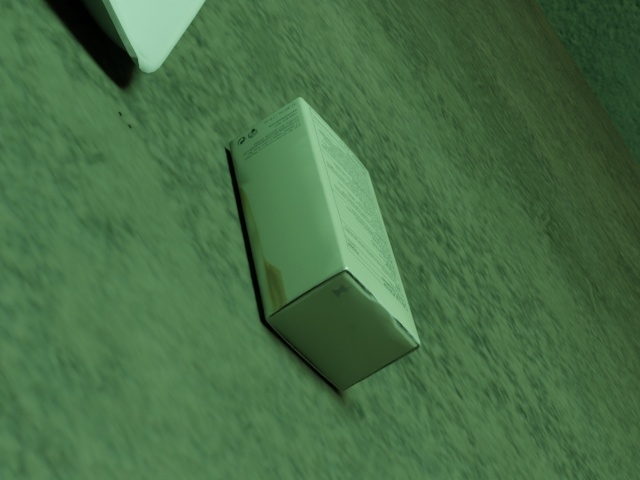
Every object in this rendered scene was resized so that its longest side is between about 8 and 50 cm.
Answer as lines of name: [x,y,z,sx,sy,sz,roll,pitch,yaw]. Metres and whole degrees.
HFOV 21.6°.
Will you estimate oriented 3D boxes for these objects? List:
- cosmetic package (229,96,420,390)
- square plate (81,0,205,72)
cosmetic package: [0.000,0.000,0.703,0.060,0.041,0.115,47,19,-37]
square plate: [-0.101,-0.293,0.715,0.347,0.049,0.344,-66,140,-52]
